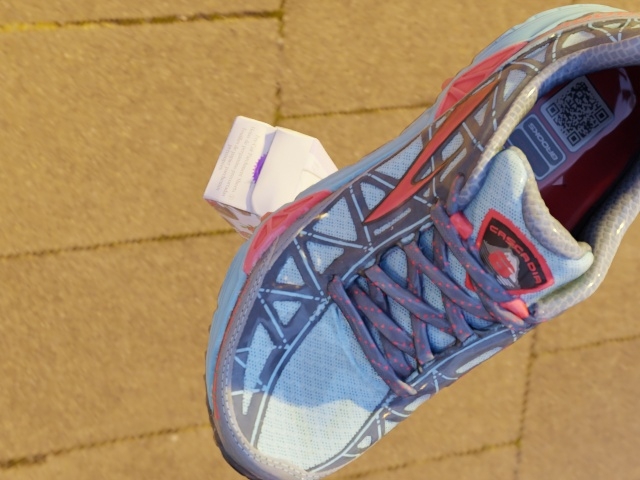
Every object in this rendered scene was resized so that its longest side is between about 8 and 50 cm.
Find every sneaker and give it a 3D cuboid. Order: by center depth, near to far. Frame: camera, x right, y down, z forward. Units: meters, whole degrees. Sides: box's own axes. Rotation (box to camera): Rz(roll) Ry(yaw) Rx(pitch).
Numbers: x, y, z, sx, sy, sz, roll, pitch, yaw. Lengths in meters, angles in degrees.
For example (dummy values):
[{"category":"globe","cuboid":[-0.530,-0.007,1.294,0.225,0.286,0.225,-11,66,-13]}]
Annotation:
[{"category":"sneaker","cuboid":[0.053,-0.003,0.564,0.104,0.125,0.262,44,87,-12]}]

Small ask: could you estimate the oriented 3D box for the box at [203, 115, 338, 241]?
[{"category":"box","cuboid":[0.000,0.000,1.046,0.067,0.063,0.324,-67,160,-12]}]
